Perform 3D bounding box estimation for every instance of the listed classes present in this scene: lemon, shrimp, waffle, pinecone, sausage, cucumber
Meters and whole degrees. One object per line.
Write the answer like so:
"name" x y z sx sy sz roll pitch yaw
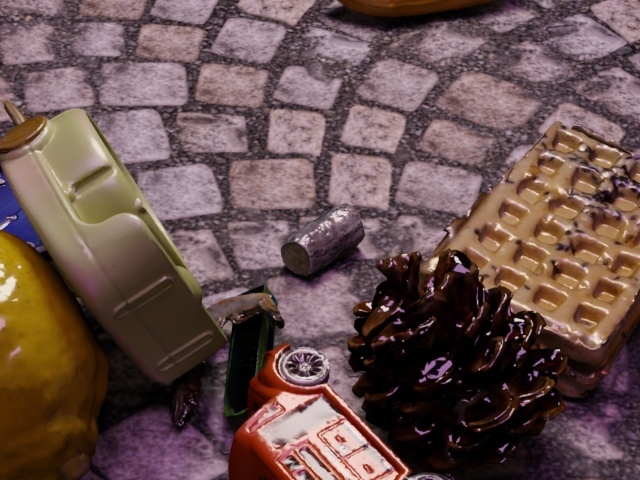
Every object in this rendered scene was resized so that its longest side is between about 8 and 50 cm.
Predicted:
"lemon" -0.376 0.125 1.809 0.316 0.285 0.285 13 37 43
"shrimp" -0.110 0.131 1.955 0.148 0.035 0.195 -16 38 25
"waffle" 0.316 0.015 2.097 0.261 0.114 0.376 25 45 24
"pinecone" 0.141 0.141 1.846 0.243 0.257 0.243 -24 45 26
"sausage" 0.142 -0.399 2.566 0.328 0.112 0.112 -11 43 -15
"cucumber" 0.002 -0.001 2.136 0.112 0.064 0.064 -31 51 -29

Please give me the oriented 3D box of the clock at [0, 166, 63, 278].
"clock" -0.391 -0.024 2.125 0.230 0.083 0.230 2 44 -2

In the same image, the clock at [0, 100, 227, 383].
"clock" -0.253 -0.022 1.908 0.117 0.286 0.348 -33 56 -2

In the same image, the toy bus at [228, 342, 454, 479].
"toy bus" 0.010 0.262 1.777 0.153 0.143 0.329 -25 50 -27

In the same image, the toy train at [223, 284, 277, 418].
"toy train" -0.081 0.143 1.979 0.044 0.042 0.209 -23 37 22
